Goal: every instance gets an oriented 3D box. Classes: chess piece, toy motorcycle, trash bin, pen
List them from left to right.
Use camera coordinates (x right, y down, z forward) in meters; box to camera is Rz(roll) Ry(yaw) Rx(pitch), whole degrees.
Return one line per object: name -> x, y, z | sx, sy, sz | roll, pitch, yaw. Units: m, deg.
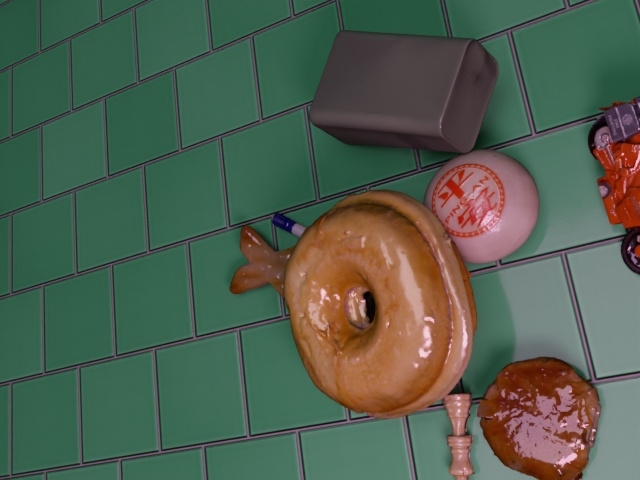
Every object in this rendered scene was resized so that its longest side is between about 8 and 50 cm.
pen -> 0.000, 0.001, 1.608 | 0.269, 0.033, 0.033 | 26, 90, 29
trash bin -> 0.174, -0.308, 1.483 | 0.343, 0.158, 0.223 | 15, 84, 42
chess piece -> 0.267, 0.380, 1.365 | 0.060, 0.060, 0.172 | -8, 77, 25
toy motorcycle -> 0.604, -0.111, 1.262 | 0.221, 0.147, 0.326 | -24, 76, 45

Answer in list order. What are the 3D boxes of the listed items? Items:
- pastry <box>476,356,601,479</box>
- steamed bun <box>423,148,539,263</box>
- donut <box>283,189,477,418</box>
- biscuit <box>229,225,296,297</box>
pastry -> 0.402, 0.327, 1.282 | 0.218, 0.100, 0.229 | -26, 62, 15
steamed bun -> 0.308, -0.073, 1.402 | 0.231, 0.145, 0.232 | -7, 74, 25
donut -> 0.109, 0.123, 1.388 | 0.448, 0.198, 0.449 | 0, 91, 42
biscuit -> -0.108, 0.063, 1.633 | 0.207, 0.047, 0.165 | 12, 89, 29
